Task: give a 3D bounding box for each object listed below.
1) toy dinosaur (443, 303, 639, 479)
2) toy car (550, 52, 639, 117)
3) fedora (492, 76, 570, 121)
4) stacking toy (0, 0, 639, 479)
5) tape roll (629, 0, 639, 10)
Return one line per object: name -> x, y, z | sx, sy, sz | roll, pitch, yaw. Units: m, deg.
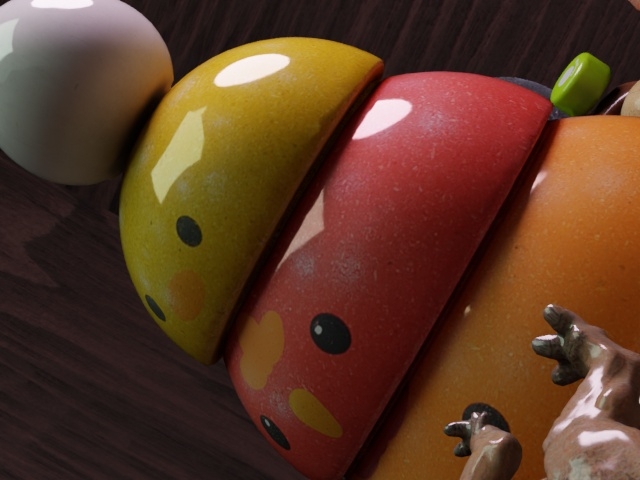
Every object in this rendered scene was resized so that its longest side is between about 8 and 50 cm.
toy dinosaur -> 0.107, 0.135, 0.611 | 0.295, 0.127, 0.200 | -51, 8, 24
toy car -> 0.264, -0.075, 1.222 | 0.149, 0.155, 0.188 | -60, 7, -17
fedora -> 0.215, 0.007, 1.512 | 0.153, 0.334, 0.334 | -10, -41, -37
stacking toy -> 0.000, 0.000, 0.949 | 0.350, 0.480, 0.350 | -61, -5, -10
tape roll -> 0.300, -0.278, 0.867 | 0.392, 0.072, 0.392 | -40, -3, -3
